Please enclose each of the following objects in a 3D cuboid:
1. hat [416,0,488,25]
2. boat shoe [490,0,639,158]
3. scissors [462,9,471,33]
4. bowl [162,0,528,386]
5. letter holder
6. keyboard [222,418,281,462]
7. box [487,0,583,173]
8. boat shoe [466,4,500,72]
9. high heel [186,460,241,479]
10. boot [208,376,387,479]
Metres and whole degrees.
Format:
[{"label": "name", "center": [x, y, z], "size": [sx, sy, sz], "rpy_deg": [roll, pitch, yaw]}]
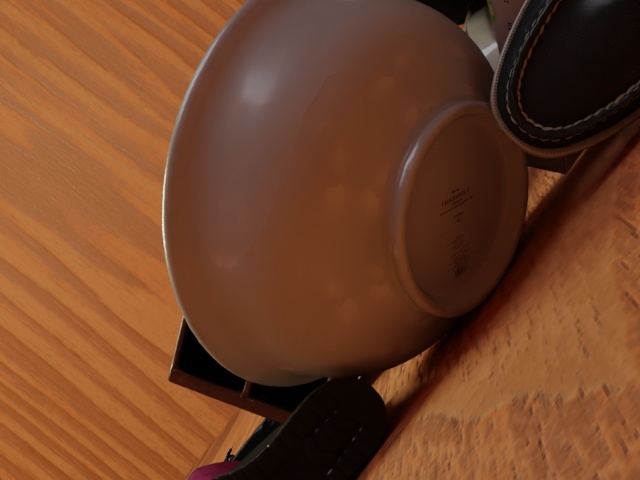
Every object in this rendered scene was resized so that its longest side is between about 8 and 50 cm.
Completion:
[{"label": "hat", "center": [0.181, -0.303, 1.209], "size": [0.331, 0.134, 0.331], "rpy_deg": [-26, -5, -2]}, {"label": "boat shoe", "center": [0.213, -0.176, 0.839], "size": [0.302, 0.114, 0.091], "rpy_deg": [-52, -5, 6]}, {"label": "scissors", "center": [0.102, -0.066, 1.289], "size": [0.109, 0.021, 0.297], "rpy_deg": [-34, -43, -73]}, {"label": "bowl", "center": [0.045, -0.032, 0.940], "size": [0.134, 0.298, 0.298], "rpy_deg": [14, 55, 40]}, {"label": "letter holder", "center": [0.000, 0.000, 1.314], "size": [0.302, 0.152, 0.214], "rpy_deg": [-53, -21, -60]}, {"label": "keyboard", "center": [-0.085, 0.264, 1.502], "size": [0.192, 0.038, 0.100], "rpy_deg": [-50, 24, 1]}, {"label": "box", "center": [0.174, -0.163, 0.980], "size": [0.145, 0.038, 0.186], "rpy_deg": [-50, -41, -31]}, {"label": "boat shoe", "center": [0.221, -0.185, 1.235], "size": [0.105, 0.113, 0.306], "rpy_deg": [-37, -6, 27]}, {"label": "high heel", "center": [-0.060, 0.216, 1.098], "size": [0.117, 0.082, 0.244], "rpy_deg": [-18, -2, 20]}, {"label": "boot", "center": [-0.034, 0.176, 0.962], "size": [0.198, 0.077, 0.137], "rpy_deg": [-38, -5, -5]}]
